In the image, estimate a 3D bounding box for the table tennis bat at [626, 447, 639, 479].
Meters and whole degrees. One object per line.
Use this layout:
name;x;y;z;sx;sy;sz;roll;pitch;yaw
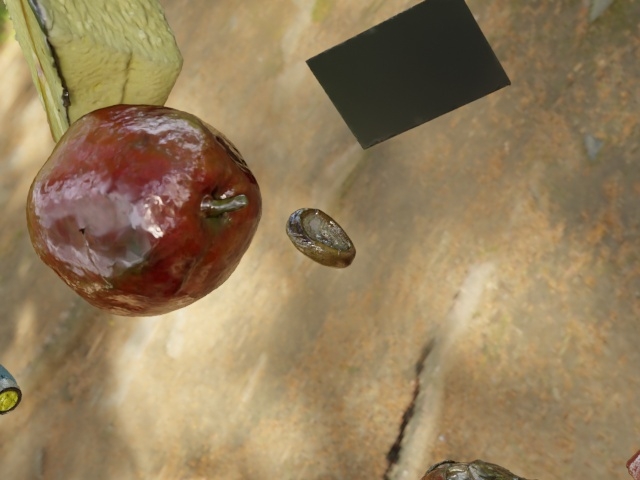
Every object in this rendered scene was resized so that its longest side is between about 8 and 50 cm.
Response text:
table tennis bat;0.240;0.094;0.659;0.154;0.019;0.098;-63;34;28

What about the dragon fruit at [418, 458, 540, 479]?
dragon fruit;0.154;0.255;0.928;0.218;0.224;0.148;-16;65;12

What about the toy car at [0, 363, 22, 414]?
toy car;-0.492;0.198;1.418;0.126;0.161;0.098;34;98;35

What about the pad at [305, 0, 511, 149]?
pad;0.122;-0.235;1.490;0.245;0.170;0.006;-23;27;27

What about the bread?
bread;-0.351;-0.244;1.285;0.405;0.242;0.346;-48;64;35

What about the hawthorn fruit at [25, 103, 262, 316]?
hawthorn fruit;-0.157;-0.034;1.032;0.261;0.224;0.224;-4;56;59

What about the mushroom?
mushroom;0.000;0.000;1.661;0.052;0.123;0.123;-55;25;25
